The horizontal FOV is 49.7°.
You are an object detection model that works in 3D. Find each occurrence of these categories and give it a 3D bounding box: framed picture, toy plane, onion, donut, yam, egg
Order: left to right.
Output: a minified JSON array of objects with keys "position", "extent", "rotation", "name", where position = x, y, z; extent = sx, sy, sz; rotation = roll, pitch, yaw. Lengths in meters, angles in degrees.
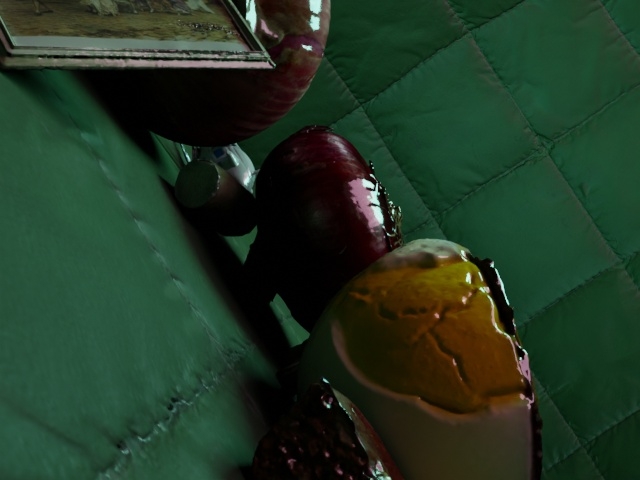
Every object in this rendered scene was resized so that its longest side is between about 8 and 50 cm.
[{"position":[-0.193,-0.235,0.641],"extent":[0.274,0.017,0.217],"rotation":[-14,61,-42],"name":"framed picture"},{"position":[-0.156,-0.305,0.904],"extent":[0.354,0.353,0.353],"rotation":[57,1,-2],"name":"onion"},{"position":[-0.172,-0.138,1.132],"extent":[0.182,0.107,0.273],"rotation":[62,-5,-25],"name":"toy plane"},{"position":[-0.139,-0.054,0.936],"extent":[0.078,0.078,0.179],"rotation":[57,4,16],"name":"yam"},{"position":[0.000,0.000,0.950],"extent":[0.314,0.232,0.314],"rotation":[166,-90,-88],"name":"onion"},{"position":[0.032,0.218,0.513],"extent":[0.217,0.085,0.141],"rotation":[58,1,16],"name":"donut"},{"position":[0.075,0.164,0.713],"extent":[0.337,0.200,0.338],"rotation":[180,-90,-85],"name":"egg"}]

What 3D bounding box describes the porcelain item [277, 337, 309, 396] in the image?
[{"position":[-0.010,0.166,0.894],"extent":[0.084,0.054,0.213],"rotation":[56,2,10],"name":"porcelain item"}]
